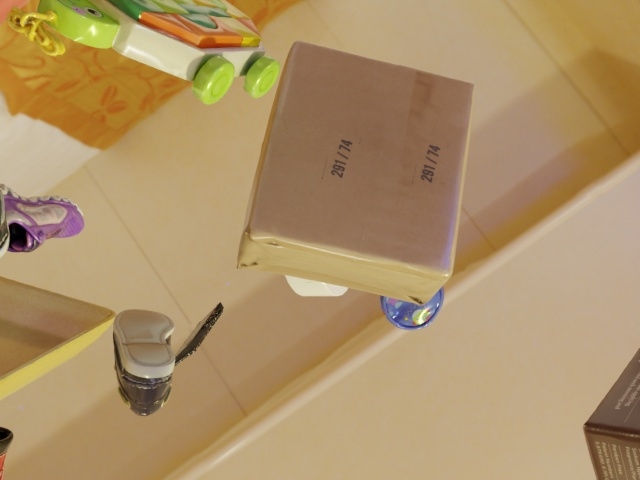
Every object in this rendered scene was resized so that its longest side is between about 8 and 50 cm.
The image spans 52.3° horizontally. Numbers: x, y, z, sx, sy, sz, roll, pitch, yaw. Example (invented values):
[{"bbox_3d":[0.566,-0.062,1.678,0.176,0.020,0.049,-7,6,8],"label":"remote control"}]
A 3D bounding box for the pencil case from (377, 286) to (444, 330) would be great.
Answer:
[{"bbox_3d":[0.143,0.056,1.274,0.119,0.133,0.306,-34,-159,5],"label":"pencil case"}]

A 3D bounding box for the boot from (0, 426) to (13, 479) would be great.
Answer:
[{"bbox_3d":[-0.635,0.383,1.062,0.244,0.088,0.176,-4,121,-50],"label":"boot"}]

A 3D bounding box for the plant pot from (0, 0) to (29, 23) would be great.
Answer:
[{"bbox_3d":[-0.634,-0.385,0.993,0.243,0.274,0.275,-56,176,-12],"label":"plant pot"}]

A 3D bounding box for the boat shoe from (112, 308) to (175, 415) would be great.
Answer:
[{"bbox_3d":[-0.232,0.149,0.849,0.081,0.069,0.228,6,-170,-16],"label":"boat shoe"}]

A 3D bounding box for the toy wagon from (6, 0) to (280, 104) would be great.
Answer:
[{"bbox_3d":[-0.205,-0.263,0.769,0.068,0.267,0.344,-57,170,25],"label":"toy wagon"}]

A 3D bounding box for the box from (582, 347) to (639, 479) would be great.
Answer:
[{"bbox_3d":[0.404,0.222,0.644,0.168,0.167,0.203,-29,-164,-39],"label":"box"}]

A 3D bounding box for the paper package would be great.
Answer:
[{"bbox_3d":[0.058,-0.095,0.991,0.168,0.309,0.325,118,-17,-68],"label":"paper package"}]

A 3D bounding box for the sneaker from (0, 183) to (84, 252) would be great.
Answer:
[{"bbox_3d":[-0.492,-0.023,1.102,0.095,0.105,0.236,-40,159,15],"label":"sneaker"}]

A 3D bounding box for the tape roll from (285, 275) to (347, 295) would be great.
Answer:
[{"bbox_3d":[0.000,0.000,1.639,0.100,0.287,0.286,-1,-174,23],"label":"tape roll"}]

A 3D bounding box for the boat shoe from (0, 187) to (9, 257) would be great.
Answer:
[{"bbox_3d":[-0.503,-0.117,0.893,0.114,0.303,0.091,-25,171,-31],"label":"boat shoe"}]

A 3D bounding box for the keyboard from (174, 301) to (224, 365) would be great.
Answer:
[{"bbox_3d":[-0.236,0.181,1.303,0.108,0.023,0.180,-44,-172,21],"label":"keyboard"}]

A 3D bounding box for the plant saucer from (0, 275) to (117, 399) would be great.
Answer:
[{"bbox_3d":[-0.551,0.157,1.022,0.333,0.332,0.081,-36,137,-69],"label":"plant saucer"}]
